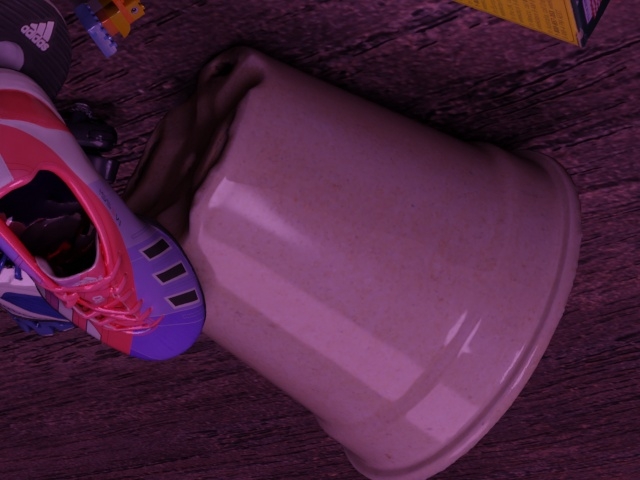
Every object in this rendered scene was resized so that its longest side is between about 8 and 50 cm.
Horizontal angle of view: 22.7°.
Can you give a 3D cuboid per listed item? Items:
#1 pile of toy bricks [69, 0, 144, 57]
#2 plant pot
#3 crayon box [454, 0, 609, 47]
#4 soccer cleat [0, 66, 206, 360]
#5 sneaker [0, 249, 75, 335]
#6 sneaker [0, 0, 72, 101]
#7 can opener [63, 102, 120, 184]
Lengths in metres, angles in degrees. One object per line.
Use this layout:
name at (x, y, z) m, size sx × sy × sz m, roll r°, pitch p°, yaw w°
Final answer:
pile of toy bricks at (-0.161, -0.232, 1.129) m, size 0.105 × 0.118 × 0.212 m, roll -35°, pitch 138°, yaw -1°
plant pot at (0.000, 0.000, 1.387) m, size 0.305 × 0.333 × 0.334 m, roll 29°, pitch 150°, yaw -22°
crayon box at (0.021, -0.244, 0.949) m, size 0.319 × 0.081 × 0.202 m, roll 24°, pitch 166°, yaw 23°
soccer cleat at (-0.168, 0.013, 1.145) m, size 0.109 × 0.116 × 0.318 m, roll -30°, pitch 137°, yaw 2°
sneaker at (-0.280, 0.026, 1.715) m, size 0.316 × 0.127 × 0.182 m, roll -9°, pitch 155°, yaw 35°
sneaker at (-0.405, -0.110, 1.186) m, size 0.448 × 0.257 × 0.169 m, roll -33°, pitch 144°, yaw 6°
can opener at (-0.276, -0.100, 1.505) m, size 0.186 × 0.073 × 0.059 m, roll 11°, pitch 167°, yaw 12°
